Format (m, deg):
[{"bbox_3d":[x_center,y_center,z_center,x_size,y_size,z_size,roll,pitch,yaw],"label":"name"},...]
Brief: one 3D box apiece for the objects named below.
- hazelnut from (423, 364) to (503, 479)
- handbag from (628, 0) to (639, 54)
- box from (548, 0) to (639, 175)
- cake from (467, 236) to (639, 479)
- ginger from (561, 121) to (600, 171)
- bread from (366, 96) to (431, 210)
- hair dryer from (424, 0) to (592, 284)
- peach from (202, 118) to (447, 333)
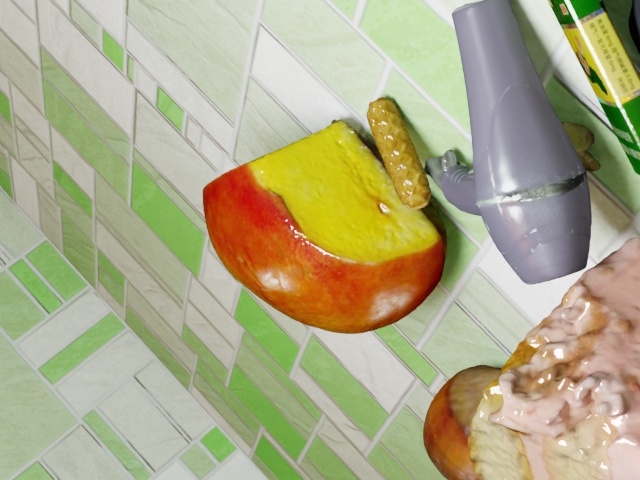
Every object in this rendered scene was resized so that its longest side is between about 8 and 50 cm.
[{"bbox_3d":[0.247,0.284,1.807,0.214,0.176,0.214,16,117,34],"label":"hazelnut"},{"bbox_3d":[0.335,-0.163,1.057,0.211,0.088,0.254,92,159,-56],"label":"handbag"},{"bbox_3d":[0.268,-0.165,1.185,0.235,0.034,0.132,61,-172,-6],"label":"box"},{"bbox_3d":[0.362,0.195,1.323,0.307,0.314,0.293,32,149,41],"label":"cake"},{"bbox_3d":[0.268,-0.111,1.381,0.097,0.030,0.048,44,154,21],"label":"ginger"},{"bbox_3d":[0.100,-0.111,1.615,0.052,0.044,0.157,75,175,-73],"label":"bread"},{"bbox_3d":[0.179,-0.104,1.452,0.361,0.121,0.301,175,78,-76],"label":"hair dryer"},{"bbox_3d":[0.000,0.000,1.776,0.306,0.242,0.380,59,156,-7],"label":"peach"}]
